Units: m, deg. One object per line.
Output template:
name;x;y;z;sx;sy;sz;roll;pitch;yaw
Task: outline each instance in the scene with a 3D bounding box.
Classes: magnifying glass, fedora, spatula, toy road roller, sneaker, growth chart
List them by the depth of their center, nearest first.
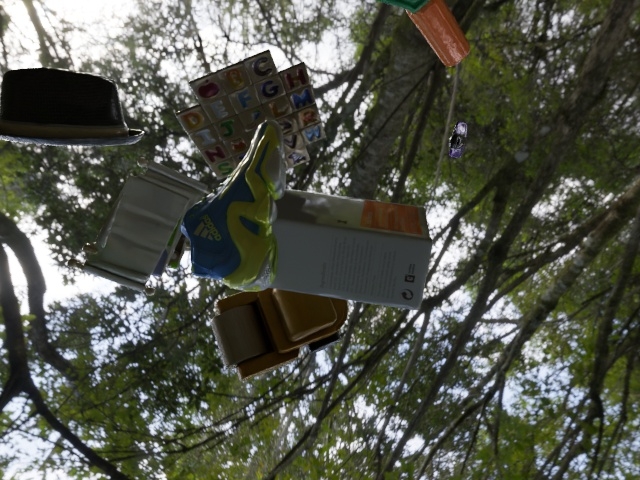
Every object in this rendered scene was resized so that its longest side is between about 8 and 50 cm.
magnifying glass;0.067;-0.202;0.358;0.092;0.231;0.026;-37;-121;23
sneaker;-0.112;-0.054;0.594;0.126;0.091;0.239;2;-116;2
growth chart;-0.294;-0.021;0.813;0.172;0.021;0.237;34;-100;-29
spatula;0.290;-0.212;0.983;0.031;0.084;0.296;13;-164;15
fedora;-0.572;-0.302;1.039;0.335;0.152;0.334;4;-162;-1
toy road roller;-0.092;0.187;1.145;0.330;0.240;0.202;-17;-109;-18

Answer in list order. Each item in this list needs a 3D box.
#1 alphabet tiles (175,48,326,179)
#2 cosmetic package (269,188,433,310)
alphabet tiles;-0.141;-0.255;1.043;0.285;0.342;0.011;-21;-121;1
cosmetic package;0.000;0.000;1.028;0.454;0.161;0.230;8;-158;5
